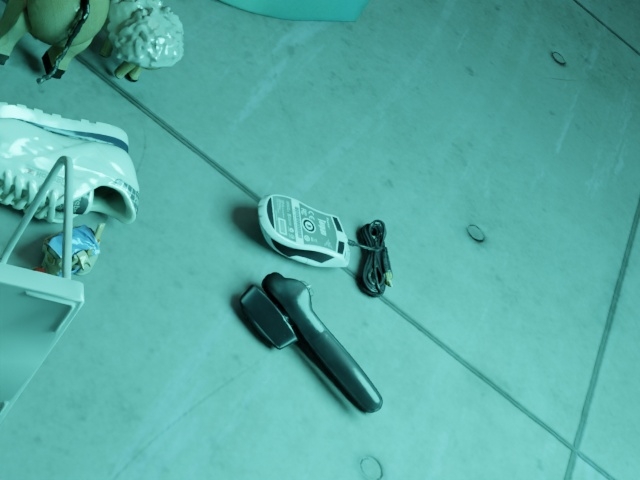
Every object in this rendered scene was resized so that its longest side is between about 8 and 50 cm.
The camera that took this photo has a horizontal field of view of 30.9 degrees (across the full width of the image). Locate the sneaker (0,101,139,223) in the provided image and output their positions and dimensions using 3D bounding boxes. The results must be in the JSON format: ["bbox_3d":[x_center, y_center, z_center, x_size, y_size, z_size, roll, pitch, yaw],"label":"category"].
[{"bbox_3d":[-0.280,-0.067,1.111,0.235,0.090,0.094,2,64,-37],"label":"sneaker"}]

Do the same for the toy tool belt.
[{"bbox_3d":[-0.239,0.012,1.093,0.052,0.051,0.083,47,40,5],"label":"toy tool belt"}]

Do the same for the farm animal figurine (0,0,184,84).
[{"bbox_3d":[-0.314,-0.325,1.215,0.330,0.172,0.326,-9,62,-50],"label":"farm animal figurine"}]

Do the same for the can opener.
[{"bbox_3d":[-0.001,0.108,1.209,0.186,0.073,0.059,46,1,0],"label":"can opener"}]

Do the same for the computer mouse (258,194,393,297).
[{"bbox_3d":[0.000,0.000,1.310,0.193,0.042,0.106,20,49,-33],"label":"computer mouse"}]

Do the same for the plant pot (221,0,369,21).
[{"bbox_3d":[-0.044,-0.398,1.540,0.234,0.165,0.165,-13,63,-38],"label":"plant pot"}]

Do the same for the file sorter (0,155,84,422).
[{"bbox_3d":[-0.352,0.005,0.901,0.278,0.193,0.173,16,44,-28],"label":"file sorter"}]
